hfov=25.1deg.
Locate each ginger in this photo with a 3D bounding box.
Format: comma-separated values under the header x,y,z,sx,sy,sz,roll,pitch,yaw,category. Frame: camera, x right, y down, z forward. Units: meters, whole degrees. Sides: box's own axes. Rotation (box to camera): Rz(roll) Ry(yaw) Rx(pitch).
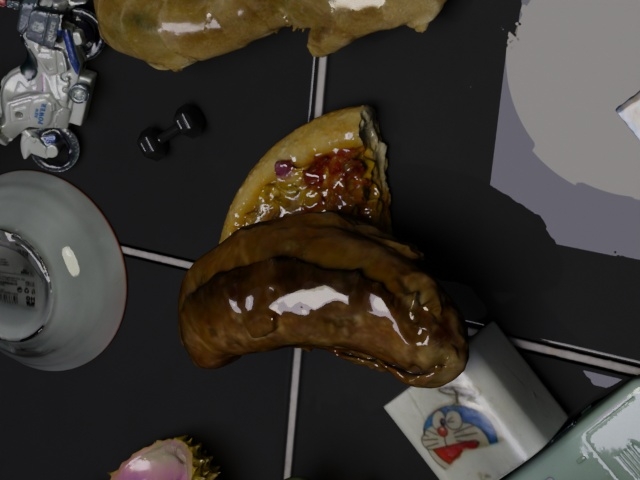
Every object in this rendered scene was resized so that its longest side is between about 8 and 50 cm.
x,y,z,sx,sy,sz,roll,pitch,yaw,category
-0.003,0.055,1.458,0.321,0.165,0.172,3,92,26,ginger
-0.066,-0.277,1.519,0.348,0.122,0.363,47,108,18,ginger

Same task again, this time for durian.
x,y,z,sx,sy,sz,roll,pitch,yaw,category
-0.179,0.315,1.716,0.182,0.132,0.165,-41,64,59,durian

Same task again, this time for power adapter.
x,y,z,sx,sy,sz,roll,pitch,yaw,category
0.143,0.153,1.521,0.130,0.125,0.205,-42,84,29,power adapter

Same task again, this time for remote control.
x,y,z,sx,sy,sz,roll,pitch,yaw,category
0.285,0.264,1.519,0.140,0.056,0.296,48,117,6,remote control

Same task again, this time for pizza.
x,y,z,sx,sy,sz,roll,pitch,yaw,category
0.000,0.000,1.578,0.229,0.081,0.289,48,116,8,pizza

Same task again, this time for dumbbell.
x,y,z,sx,sy,sz,roll,pitch,yaw,category
-0.172,-0.124,1.657,0.083,0.040,0.036,-28,120,29,dumbbell

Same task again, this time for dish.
x,y,z,sx,sy,sz,roll,pitch,yaw,category
-0.369,0.048,1.771,0.260,0.085,0.260,6,105,24,dish

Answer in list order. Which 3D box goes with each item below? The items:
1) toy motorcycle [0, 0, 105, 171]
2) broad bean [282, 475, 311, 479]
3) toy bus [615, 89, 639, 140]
x,y,z,sx,sy,sz,roll,pitch,yaw,category
-0.338,-0.193,1.692,0.150,0.102,0.221,18,115,-1,toy motorcycle
-0.050,0.348,1.619,0.100,0.228,0.169,23,68,16,broad bean
0.424,-0.031,1.352,0.136,0.109,0.330,-40,85,18,toy bus
